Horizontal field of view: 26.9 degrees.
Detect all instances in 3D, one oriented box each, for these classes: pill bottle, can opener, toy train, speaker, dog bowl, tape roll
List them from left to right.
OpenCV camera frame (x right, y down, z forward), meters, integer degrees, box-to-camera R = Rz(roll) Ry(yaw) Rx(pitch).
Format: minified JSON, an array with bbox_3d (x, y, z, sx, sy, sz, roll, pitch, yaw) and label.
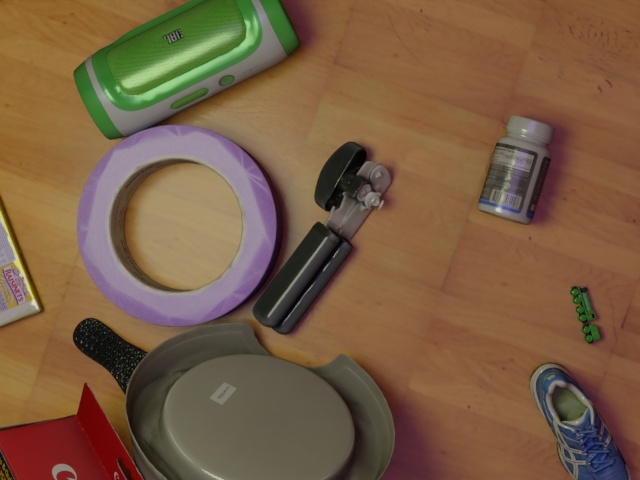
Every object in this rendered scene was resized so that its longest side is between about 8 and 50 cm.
[{"bbox_3d":[-0.192,-0.020,1.852,0.275,0.090,0.275,0,90,5],"label":"tape roll"},{"bbox_3d":[-0.182,-0.251,1.834,0.296,0.131,0.131,-26,88,4],"label":"speaker"},{"bbox_3d":[-0.084,0.257,1.735,0.349,0.349,0.102,16,126,4],"label":"dog bowl"},{"bbox_3d":[0.000,0.000,1.855,0.093,0.074,0.280,33,90,38],"label":"can opener"},{"bbox_3d":[0.269,-0.096,1.822,0.078,0.078,0.137,17,91,4],"label":"pill bottle"},{"bbox_3d":[0.366,0.101,1.845,0.024,0.017,0.083,-16,88,-6],"label":"toy train"}]

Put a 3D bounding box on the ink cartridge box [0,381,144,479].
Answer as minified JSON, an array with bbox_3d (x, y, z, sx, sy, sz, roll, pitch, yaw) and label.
[{"bbox_3d":[-0.320,0.382,1.709,0.309,0.130,0.272,51,134,37],"label":"ink cartridge box"}]

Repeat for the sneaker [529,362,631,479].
[{"bbox_3d":[0.351,0.266,1.812,0.080,0.081,0.211,-34,89,2],"label":"sneaker"}]

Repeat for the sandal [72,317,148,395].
[{"bbox_3d":[-0.272,0.173,1.886,0.179,0.040,0.067,39,87,18],"label":"sandal"}]

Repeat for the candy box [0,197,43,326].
[{"bbox_3d":[-0.479,0.023,1.903,0.105,0.027,0.206,-21,88,1],"label":"candy box"}]
